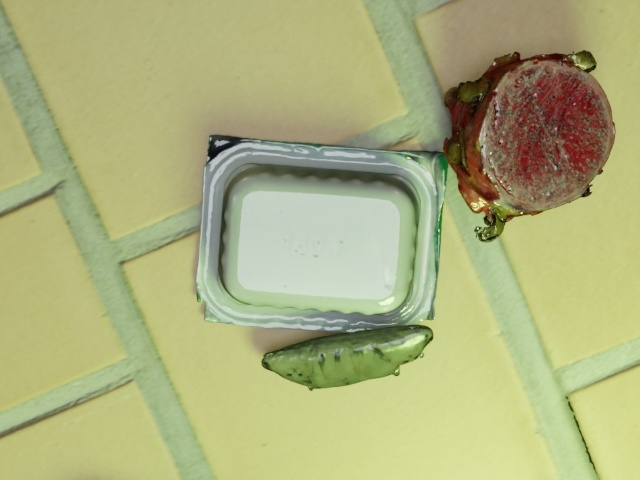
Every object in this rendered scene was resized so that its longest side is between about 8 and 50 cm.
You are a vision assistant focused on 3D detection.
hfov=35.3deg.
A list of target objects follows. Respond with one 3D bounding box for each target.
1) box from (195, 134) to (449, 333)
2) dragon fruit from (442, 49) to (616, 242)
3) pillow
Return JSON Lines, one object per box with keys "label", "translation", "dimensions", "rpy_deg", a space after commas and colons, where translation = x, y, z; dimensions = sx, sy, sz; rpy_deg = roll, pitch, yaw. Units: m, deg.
{"label": "box", "translation": [0.000, 0.000, 1.348], "dimensions": [0.336, 0.106, 0.264], "rpy_deg": [4, 95, -1]}
{"label": "dragon fruit", "translation": [0.253, -0.129, 1.322], "dimensions": [0.211, 0.147, 0.282], "rpy_deg": [32, 87, -17]}
{"label": "pillow", "translation": [0.041, 0.165, 1.377], "dimensions": [0.241, 0.051, 0.093], "rpy_deg": [-11, 127, 9]}
